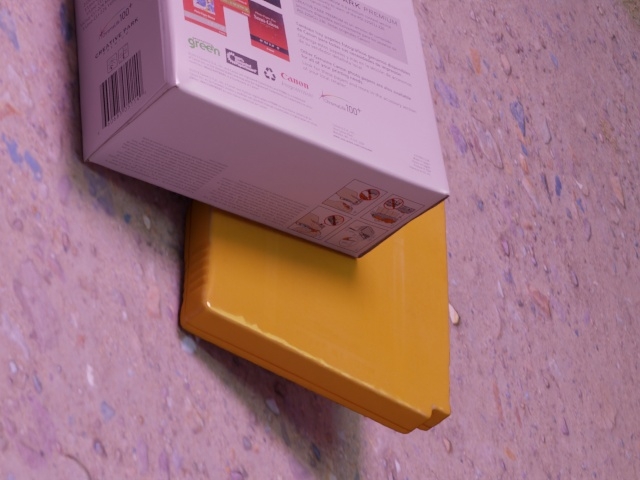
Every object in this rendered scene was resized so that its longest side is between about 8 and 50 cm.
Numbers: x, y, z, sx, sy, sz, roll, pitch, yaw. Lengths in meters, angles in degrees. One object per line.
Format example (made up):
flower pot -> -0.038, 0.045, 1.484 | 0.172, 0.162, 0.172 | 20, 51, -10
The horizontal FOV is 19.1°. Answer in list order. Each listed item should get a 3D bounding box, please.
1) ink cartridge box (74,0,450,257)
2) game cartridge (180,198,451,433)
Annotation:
ink cartridge box -> -0.054, -0.164, 1.674 | 0.309, 0.130, 0.272 | 20, 49, -37
game cartridge -> 0.000, 0.000, 1.753 | 0.285, 0.052, 0.324 | 28, 45, -28
